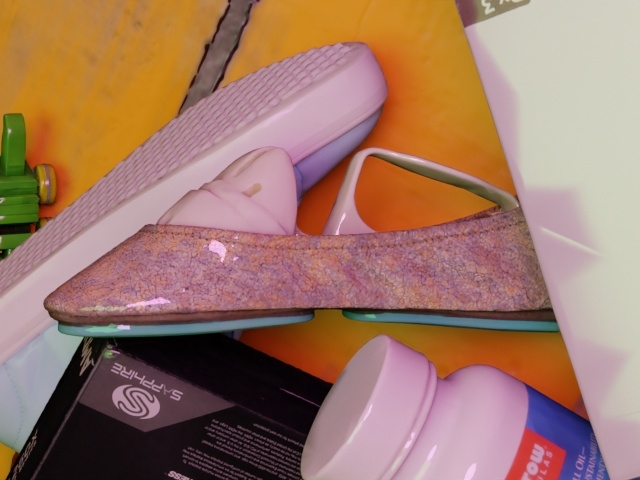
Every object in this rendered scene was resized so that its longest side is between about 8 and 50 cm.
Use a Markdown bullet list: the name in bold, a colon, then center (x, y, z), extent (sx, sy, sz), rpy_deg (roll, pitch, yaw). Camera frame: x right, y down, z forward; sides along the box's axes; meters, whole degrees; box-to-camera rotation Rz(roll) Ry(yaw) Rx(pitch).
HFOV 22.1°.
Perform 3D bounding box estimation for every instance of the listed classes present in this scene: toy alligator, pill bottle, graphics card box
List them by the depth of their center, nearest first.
- **pill bottle**: center (0.105, 0.145, 0.900), extent (0.221, 0.124, 0.124), rpy_deg (30, 111, -11)
- **graphics card box**: center (-0.111, 0.235, 1.027), extent (0.233, 0.094, 0.371), rpy_deg (25, 111, -13)
- **toy alligator**: center (-0.214, 0.006, 1.140), extent (0.051, 0.056, 0.189), rpy_deg (-166, 73, -68)

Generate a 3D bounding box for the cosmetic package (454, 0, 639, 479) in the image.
- **cosmetic package**: center (0.207, -0.089, 0.856), extent (0.217, 0.156, 0.385), rpy_deg (-21, 85, 25)

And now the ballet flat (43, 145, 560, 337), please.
- **ballet flat**: center (0.000, 0.000, 0.929), extent (0.107, 0.316, 0.106), rpy_deg (-176, 86, -70)

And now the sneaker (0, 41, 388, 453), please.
- **sneaker**: center (-0.083, 0.017, 1.051), extent (0.366, 0.135, 0.150), rpy_deg (-34, 110, 20)
